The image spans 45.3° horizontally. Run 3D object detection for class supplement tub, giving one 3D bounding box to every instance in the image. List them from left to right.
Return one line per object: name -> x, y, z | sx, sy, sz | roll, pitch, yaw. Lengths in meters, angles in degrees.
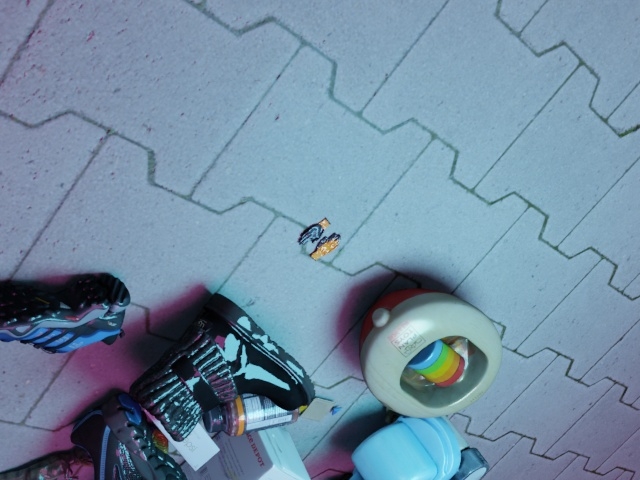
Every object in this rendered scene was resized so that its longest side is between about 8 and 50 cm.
supplement tub -> -0.152, 0.360, 1.647 | 0.198, 0.106, 0.106 | -6, 128, -24

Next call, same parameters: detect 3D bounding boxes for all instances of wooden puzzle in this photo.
wooden puzzle -> -0.008, 0.400, 1.823 | 0.078, 0.014, 0.116 | -44, 133, 15

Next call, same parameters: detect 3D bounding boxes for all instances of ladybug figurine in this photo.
ladybug figurine -> 0.235, 0.241, 1.726 | 0.305, 0.162, 0.449 | -40, 134, 6

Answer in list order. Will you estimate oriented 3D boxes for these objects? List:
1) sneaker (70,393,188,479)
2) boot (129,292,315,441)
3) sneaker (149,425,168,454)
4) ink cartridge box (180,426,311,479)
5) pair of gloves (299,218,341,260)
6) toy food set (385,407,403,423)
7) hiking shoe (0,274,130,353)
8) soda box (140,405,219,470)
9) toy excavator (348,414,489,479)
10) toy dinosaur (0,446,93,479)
sneaker -> -0.365, 0.477, 1.535 | 0.139, 0.125, 0.341 | -29, 90, 5
boot -> -0.186, 0.296, 1.494 | 0.260, 0.131, 0.348 | -53, 123, -20
sneaker -> -0.411, 0.524, 1.650 | 0.112, 0.131, 0.296 | 26, 93, 0
ink cartridge box -> -0.171, 0.538, 1.731 | 0.232, 0.171, 0.168 | -41, 134, 6
pair of gloves -> 0.000, 0.000, 1.511 | 0.074, 0.010, 0.083 | -37, 133, 3
toy food set -> 0.199, 0.432, 1.956 | 0.078, 0.019, 0.122 | -17, 132, -16
hiking shoe -> -0.474, 0.147, 1.294 | 0.304, 0.113, 0.132 | -3, 126, -27
soda box -> -0.295, 0.372, 1.570 | 0.069, 0.074, 0.216 | -39, 127, -16
toy excavator -> 0.114, 0.586, 1.825 | 0.445, 0.222, 0.433 | 11, 123, -47
toy dinosaur -> -0.571, 0.494, 1.553 | 0.268, 0.064, 0.118 | -12, 115, -20
